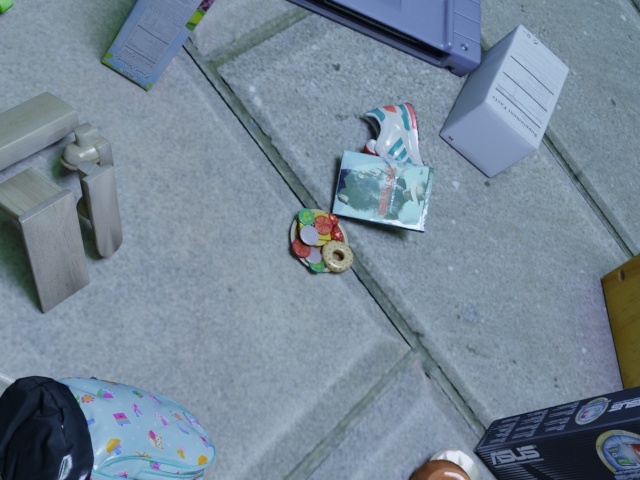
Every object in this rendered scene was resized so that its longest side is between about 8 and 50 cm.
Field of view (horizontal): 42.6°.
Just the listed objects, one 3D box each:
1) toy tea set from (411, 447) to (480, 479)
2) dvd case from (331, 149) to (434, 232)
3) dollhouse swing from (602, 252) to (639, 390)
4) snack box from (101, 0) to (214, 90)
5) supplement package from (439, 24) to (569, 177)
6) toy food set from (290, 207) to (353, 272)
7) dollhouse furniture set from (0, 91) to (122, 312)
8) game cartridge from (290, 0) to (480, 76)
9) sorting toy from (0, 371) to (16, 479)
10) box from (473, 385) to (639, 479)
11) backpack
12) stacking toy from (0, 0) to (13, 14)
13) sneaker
[{"bbox_3d":[0.203,0.401,0.926,0.199,0.124,0.336,-8,77,-3],"label":"toy tea set"},{"bbox_3d":[0.080,-0.062,1.035,0.119,0.013,0.087,12,78,-4],"label":"dvd case"},{"bbox_3d":[0.598,0.186,1.132,0.304,0.315,0.347,-1,70,-10],"label":"dollhouse swing"},{"bbox_3d":[-0.149,-0.288,0.904,0.070,0.207,0.175,31,57,-17],"label":"snack box"},{"bbox_3d":[0.267,-0.201,1.184,0.105,0.105,0.179,38,57,-13],"label":"supplement package"},{"bbox_3d":[0.000,0.000,0.994,0.082,0.020,0.083,4,70,-30],"label":"toy food set"},{"bbox_3d":[-0.280,-0.044,0.839,0.151,0.123,0.144,31,50,25],"label":"dollhouse furniture set"},{"bbox_3d":[0.083,-0.400,1.183,0.355,0.068,0.230,17,67,-25],"label":"game cartridge"},{"bbox_3d":[-0.358,0.186,0.693,0.193,0.038,0.208,32,58,-17],"label":"sorting toy"},{"bbox_3d":[0.338,0.282,0.934,0.216,0.270,0.060,50,53,-6],"label":"box"},{"bbox_3d":[-0.183,0.192,0.715,0.182,0.115,0.152,30,18,-47],"label":"backpack"},{"bbox_3d":[-0.368,-0.369,0.901,0.221,0.052,0.167,46,55,-8],"label":"stacking toy"},{"bbox_3d":[0.095,-0.104,1.081,0.075,0.057,0.161,-5,76,-12],"label":"sneaker"}]
